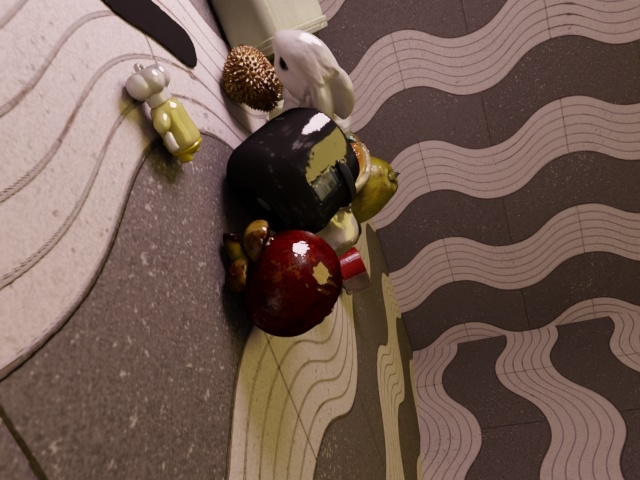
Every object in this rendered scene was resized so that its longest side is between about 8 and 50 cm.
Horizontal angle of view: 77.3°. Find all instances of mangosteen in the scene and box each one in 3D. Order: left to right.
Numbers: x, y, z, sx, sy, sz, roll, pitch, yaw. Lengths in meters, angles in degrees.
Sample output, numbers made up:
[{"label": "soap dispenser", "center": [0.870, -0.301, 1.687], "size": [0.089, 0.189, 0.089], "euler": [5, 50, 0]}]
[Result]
[{"label": "mangosteen", "center": [-0.082, 0.063, 0.784], "size": [0.257, 0.215, 0.215], "euler": [42, 24, -12]}]

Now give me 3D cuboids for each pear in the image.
[{"label": "pear", "center": [0.166, -0.220, 1.675], "size": [0.287, 0.375, 0.287], "euler": [28, 53, -46]}]

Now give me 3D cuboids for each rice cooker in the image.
[{"label": "rice cooker", "center": [-0.060, -0.138, 0.880], "size": [0.224, 0.267, 0.267], "euler": [-51, 138, -21]}]

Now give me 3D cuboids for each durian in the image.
[{"label": "durian", "center": [-0.173, -0.404, 1.000], "size": [0.168, 0.137, 0.158], "euler": [66, 11, 0]}]

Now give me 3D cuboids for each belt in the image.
[{"label": "belt", "center": [0.114, 0.127, 1.576], "size": [0.128, 0.124, 0.201], "euler": [-118, -176, -47]}]

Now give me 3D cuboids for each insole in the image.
[{"label": "insole", "center": [-0.322, -0.417, 0.706], "size": [0.348, 0.009, 0.119], "euler": [16, 62, -73]}]

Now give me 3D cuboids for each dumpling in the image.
[{"label": "dumpling", "center": [0.004, 0.002, 1.144], "size": [0.175, 0.227, 0.243], "euler": [25, -41, 48]}]

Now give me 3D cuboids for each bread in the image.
[{"label": "bread", "center": [0.043, -0.279, 1.474], "size": [0.159, 0.305, 0.305], "euler": [124, -39, -61]}]

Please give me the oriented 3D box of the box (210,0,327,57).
[{"label": "box", "center": [-0.163, -0.712, 1.114], "size": [0.352, 0.177, 0.344], "euler": [-55, 130, -47]}]

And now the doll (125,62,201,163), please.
[{"label": "doll", "center": [-0.252, -0.209, 0.655], "size": [0.106, 0.062, 0.162], "euler": [-91, 161, -56]}]

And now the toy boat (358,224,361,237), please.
[{"label": "toy boat", "center": [0.156, -0.042, 1.966], "size": [0.293, 0.093, 0.055], "euler": [-71, 162, -65]}]

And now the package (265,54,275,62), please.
[{"label": "package", "center": [-0.176, -0.727, 1.380], "size": [0.168, 0.090, 0.226], "euler": [64, 22, -66]}]

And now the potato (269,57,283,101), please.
[{"label": "potato", "center": [-0.103, -0.535, 1.378], "size": [0.186, 0.148, 0.253], "euler": [65, 20, 11]}]

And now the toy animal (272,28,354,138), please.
[{"label": "toy animal", "center": [-0.017, -0.323, 0.960], "size": [0.357, 0.194, 0.258], "euler": [80, -15, -76]}]

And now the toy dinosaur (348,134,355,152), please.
[{"label": "toy dinosaur", "center": [0.016, -0.342, 1.354], "size": [0.094, 0.153, 0.259], "euler": [78, -11, -61]}]

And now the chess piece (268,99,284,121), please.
[{"label": "chess piece", "center": [-0.064, -0.244, 1.204], "size": [0.182, 0.182, 0.330], "euler": [45, 38, -63]}]
